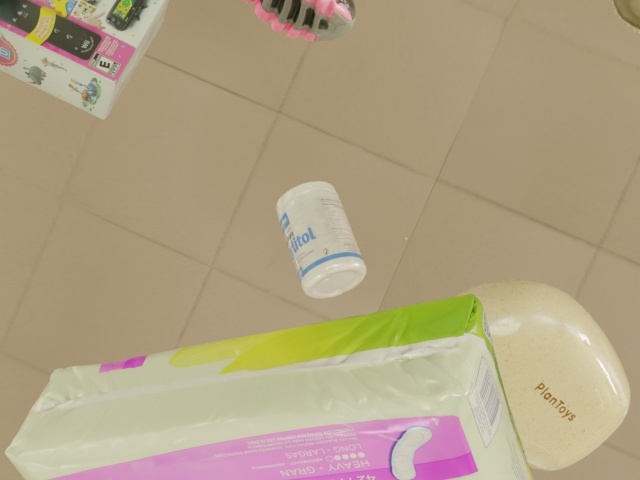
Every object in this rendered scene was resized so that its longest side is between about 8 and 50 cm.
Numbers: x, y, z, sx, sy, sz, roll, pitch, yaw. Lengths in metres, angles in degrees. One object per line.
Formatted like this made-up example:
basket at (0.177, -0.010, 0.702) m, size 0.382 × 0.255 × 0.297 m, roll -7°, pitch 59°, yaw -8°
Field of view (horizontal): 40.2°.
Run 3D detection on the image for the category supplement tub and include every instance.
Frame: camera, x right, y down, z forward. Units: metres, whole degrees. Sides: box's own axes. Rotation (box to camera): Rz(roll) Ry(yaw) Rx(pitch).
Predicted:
supplement tub at (0.000, 0.000, 0.917) m, size 0.071 × 0.071 × 0.107 m, roll -24°, pitch 63°, yaw 5°

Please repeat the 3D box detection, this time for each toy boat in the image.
toy boat at (0.179, 0.180, 1.006) m, size 0.318 × 0.148 × 0.267 m, roll -39°, pitch 114°, yaw 7°

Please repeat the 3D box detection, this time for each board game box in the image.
board game box at (-0.406, -0.348, 1.294) m, size 0.303 × 0.097 × 0.224 m, roll 24°, pitch 56°, yaw -7°

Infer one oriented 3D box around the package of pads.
package of pads at (-0.013, 0.171, 0.561) m, size 0.296 × 0.101 × 0.229 m, roll -12°, pitch 121°, yaw 19°

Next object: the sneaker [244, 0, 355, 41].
sneaker at (-0.029, -0.147, 0.432) m, size 0.119 × 0.047 × 0.057 m, roll 32°, pitch 61°, yaw -12°

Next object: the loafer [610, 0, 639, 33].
loafer at (0.308, -0.210, 0.701) m, size 0.092 × 0.268 × 0.102 m, roll -12°, pitch 106°, yaw -14°
